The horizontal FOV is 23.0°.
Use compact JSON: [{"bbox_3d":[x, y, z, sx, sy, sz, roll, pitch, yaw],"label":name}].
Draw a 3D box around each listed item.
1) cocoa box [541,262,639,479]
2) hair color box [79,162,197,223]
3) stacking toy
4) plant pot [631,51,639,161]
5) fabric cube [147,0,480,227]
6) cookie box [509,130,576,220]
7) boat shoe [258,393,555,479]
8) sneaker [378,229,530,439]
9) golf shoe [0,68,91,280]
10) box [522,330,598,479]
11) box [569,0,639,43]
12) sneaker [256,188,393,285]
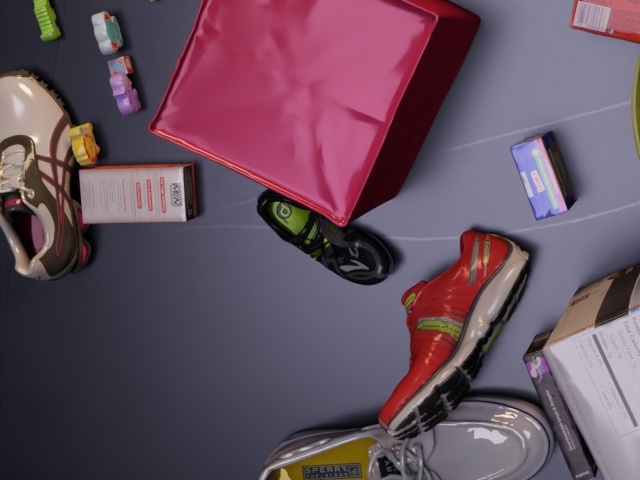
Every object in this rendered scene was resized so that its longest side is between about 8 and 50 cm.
[{"bbox_3d":[0.403,0.137,1.671,0.228,0.347,0.231,-26,90,17],"label":"cocoa box"},{"bbox_3d":[-0.229,-0.058,1.975,0.141,0.043,0.072,0,98,17],"label":"hair color box"},{"bbox_3d":[-0.256,-0.221,1.954,0.167,0.052,0.221,-17,93,17],"label":"stacking toy"},{"bbox_3d":[0.508,-0.136,1.547,0.275,0.293,0.274,16,109,54],"label":"plant pot"},{"bbox_3d":[-0.001,-0.190,1.781,0.254,0.258,0.259,27,104,9],"label":"fabric cube"},{"bbox_3d":[0.257,-0.075,1.805,0.040,0.107,0.092,-19,93,17],"label":"cookie box"},{"bbox_3d":[0.093,0.269,1.876,0.367,0.156,0.136,-7,96,17],"label":"boat shoe"},{"bbox_3d":[0.138,0.108,1.839,0.118,0.107,0.279,28,69,20],"label":"sneaker"},{"bbox_3d":[-0.362,-0.082,1.970,0.105,0.120,0.273,-14,93,19],"label":"golf shoe"},{"bbox_3d":[0.284,0.193,1.834,0.029,0.116,0.162,-21,93,16],"label":"box"},{"bbox_3d":[0.415,-0.269,1.724,0.257,0.122,0.128,14,103,12],"label":"box"},{"bbox_3d":[0.000,0.000,1.902,0.188,0.078,0.067,32,105,8],"label":"sneaker"}]
